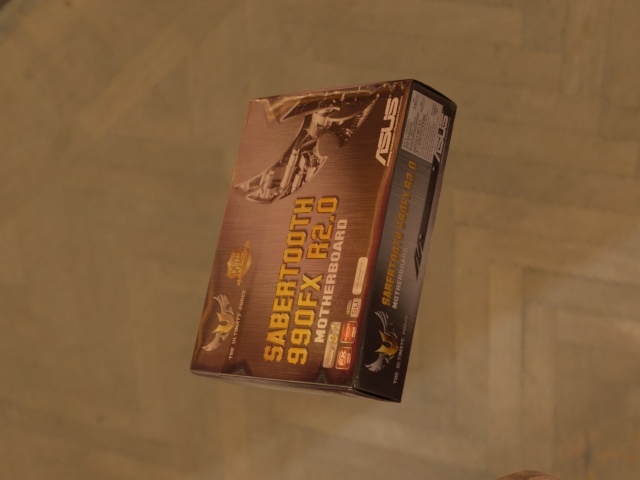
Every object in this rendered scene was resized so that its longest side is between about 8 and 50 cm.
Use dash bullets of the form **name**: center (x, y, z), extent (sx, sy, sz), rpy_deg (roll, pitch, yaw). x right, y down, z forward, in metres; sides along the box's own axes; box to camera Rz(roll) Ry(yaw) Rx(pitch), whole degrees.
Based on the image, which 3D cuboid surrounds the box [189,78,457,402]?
- **box**: center (0.000, 0.000, 1.034), extent (0.183, 0.231, 0.056), rpy_deg (1, 164, 46)

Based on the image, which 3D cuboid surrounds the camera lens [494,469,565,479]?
- **camera lens**: center (0.246, 0.335, 1.195), extent (0.274, 0.219, 0.219), rpy_deg (12, 125, 42)
